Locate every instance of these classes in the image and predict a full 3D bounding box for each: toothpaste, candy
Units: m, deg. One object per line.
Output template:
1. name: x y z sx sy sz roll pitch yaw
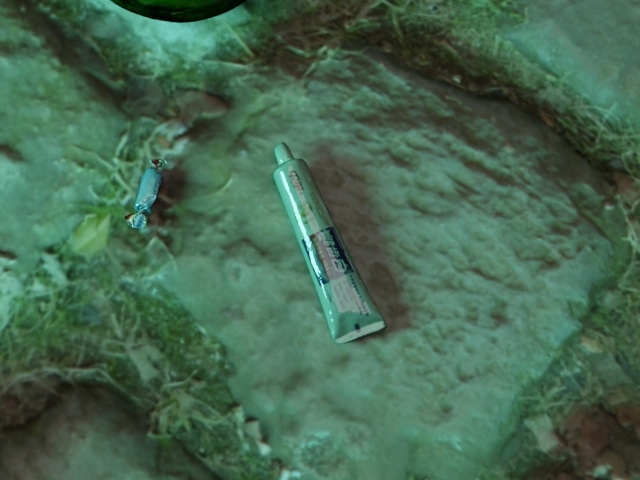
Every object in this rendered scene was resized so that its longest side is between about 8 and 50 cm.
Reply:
1. toothpaste: 0.000 0.000 1.860 0.060 0.038 0.233 -22 81 -9
2. candy: -0.190 -0.052 1.855 0.030 0.020 0.083 15 72 -5

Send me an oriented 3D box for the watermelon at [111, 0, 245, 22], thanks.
1. watermelon: -0.154 -0.354 1.834 0.242 0.242 0.242 2 74 -7
